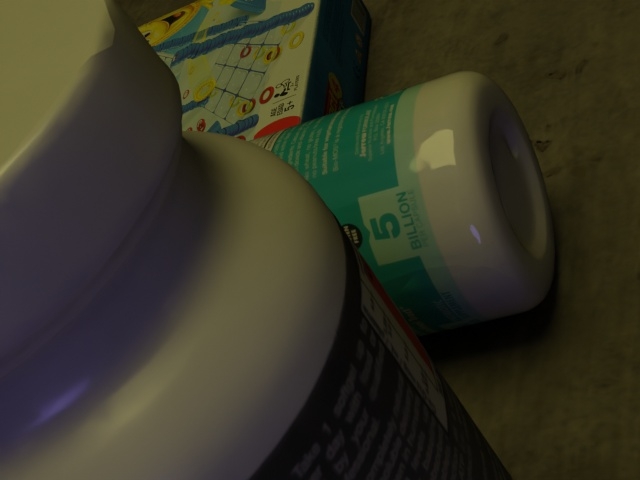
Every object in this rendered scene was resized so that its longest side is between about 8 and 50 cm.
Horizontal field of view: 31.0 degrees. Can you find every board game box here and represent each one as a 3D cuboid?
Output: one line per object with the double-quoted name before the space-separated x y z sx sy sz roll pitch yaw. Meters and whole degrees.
"board game box" -0.117 -0.085 0.965 0.302 0.086 0.308 -19 38 21

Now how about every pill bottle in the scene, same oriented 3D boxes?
"pill bottle" -0.052 0.089 0.462 0.210 0.363 0.210 -22 37 17
"pill bottle" 0.000 0.000 0.717 0.264 0.146 0.146 -16 39 26
